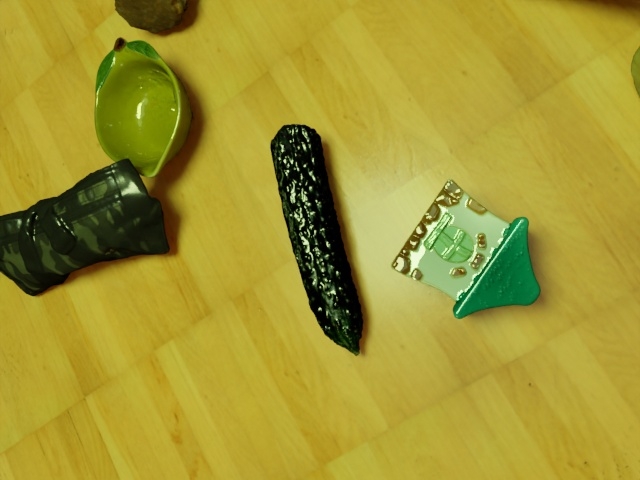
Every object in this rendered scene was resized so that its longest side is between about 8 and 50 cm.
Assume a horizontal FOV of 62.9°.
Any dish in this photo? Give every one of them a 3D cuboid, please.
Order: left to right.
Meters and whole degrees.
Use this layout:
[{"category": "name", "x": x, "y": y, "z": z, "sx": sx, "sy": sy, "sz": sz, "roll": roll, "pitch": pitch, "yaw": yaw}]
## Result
[{"category": "dish", "x": -0.243, "y": -0.183, "z": 0.751, "sx": 0.149, "sy": 0.080, "sz": 0.207, "roll": -16, "pitch": 82, "yaw": 20}]

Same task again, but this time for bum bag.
[{"category": "bum bag", "x": -0.367, "y": -0.005, "z": 0.756, "sx": 0.340, "sy": 0.095, "sz": 0.144, "roll": -16, "pitch": 110, "yaw": 19}]

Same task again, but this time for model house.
[{"category": "model house", "x": 0.176, "y": 0.023, "z": 0.591, "sx": 0.149, "sy": 0.100, "sz": 0.127, "roll": 34, "pitch": 96, "yaw": 15}]

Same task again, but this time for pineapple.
[{"category": "pineapple", "x": -0.243, "y": -0.433, "z": 0.764, "sx": 0.119, "sy": 0.111, "sz": 0.237, "roll": 6, "pitch": 76, "yaw": -14}]

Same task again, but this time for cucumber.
[{"category": "cucumber", "x": -0.002, "y": 0.000, "z": 0.662, "sx": 0.072, "sy": 0.072, "sz": 0.300, "roll": -16, "pitch": 80, "yaw": 16}]

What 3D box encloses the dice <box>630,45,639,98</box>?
[{"category": "dice", "x": 0.423, "y": -0.176, "z": 0.491, "sx": 0.169, "sy": 0.169, "sz": 0.166, "roll": -37, "pitch": 75, "yaw": 12}]
